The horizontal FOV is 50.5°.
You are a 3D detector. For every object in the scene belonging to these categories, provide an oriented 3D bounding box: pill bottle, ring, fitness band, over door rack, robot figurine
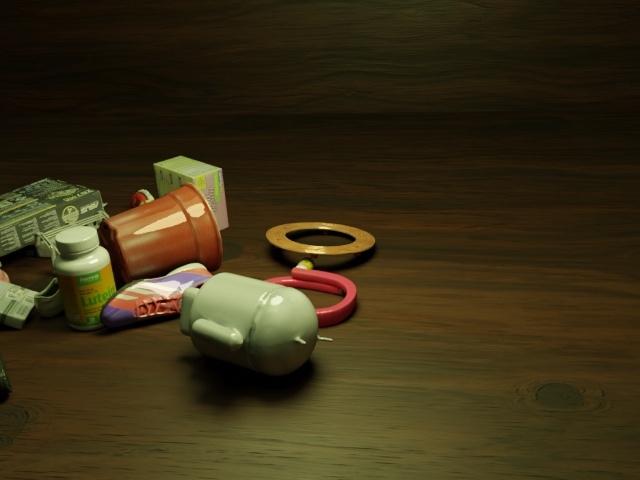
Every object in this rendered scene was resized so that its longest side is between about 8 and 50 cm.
[{"bbox_3d":[-0.604,0.095,1.744,0.136,0.245,0.136,-3,25,1],"label":"pill bottle"},{"bbox_3d":[0.000,0.000,2.088,0.337,0.032,0.336,3,15,-1],"label":"ring"},{"bbox_3d":[-0.046,0.150,1.798,0.291,0.054,0.209,8,29,24],"label":"fitness band"},{"bbox_3d":[-0.048,0.083,1.947,0.043,0.043,0.083,5,26,17],"label":"pill bottle"},{"bbox_3d":[-0.678,0.042,2.065,0.324,0.108,0.240,31,39,29],"label":"over door rack"},{"bbox_3d":[-0.153,0.188,1.539,0.354,0.199,0.300,11,14,29],"label":"robot figurine"}]

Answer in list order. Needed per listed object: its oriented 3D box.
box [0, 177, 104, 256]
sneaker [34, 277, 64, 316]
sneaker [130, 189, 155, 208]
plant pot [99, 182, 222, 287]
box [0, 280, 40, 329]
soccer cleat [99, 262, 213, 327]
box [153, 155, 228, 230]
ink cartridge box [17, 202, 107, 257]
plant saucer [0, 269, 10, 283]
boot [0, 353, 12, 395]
[{"bbox_3d":[-0.972,-0.088,2.232,0.318,0.097,0.395,11,29,35],"label":"box"},{"bbox_3d":[-0.671,0.116,1.828,0.080,0.094,0.212,34,59,26],"label":"sneaker"},{"bbox_3d":[-0.619,-0.096,2.350,0.118,0.107,0.279,-26,29,-24],"label":"sneaker"},{"bbox_3d":[-0.458,0.002,1.911,0.265,0.272,0.272,-20,30,-30],"label":"plant pot"},{"bbox_3d":[-0.857,0.157,1.798,0.186,0.038,0.145,22,21,-13],"label":"box"},{"bbox_3d":[-0.413,0.155,1.772,0.318,0.108,0.116,-22,43,-34],"label":"soccer cleat"},{"bbox_3d":[-0.441,-0.154,2.313,0.117,0.213,0.243,-25,32,-38],"label":"box"},{"bbox_3d":[-0.863,-0.040,2.296,0.166,0.065,0.332,1,26,13],"label":"ink cartridge box"},{"bbox_3d":[-1.060,0.134,1.913,0.332,0.084,0.332,-3,24,2],"label":"plant saucer"},{"bbox_3d":[-0.800,0.300,1.526,0.161,0.083,0.246,-22,28,-24],"label":"boot"}]
